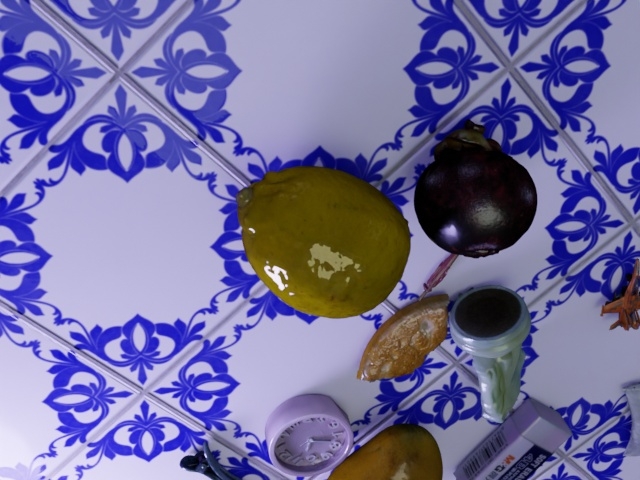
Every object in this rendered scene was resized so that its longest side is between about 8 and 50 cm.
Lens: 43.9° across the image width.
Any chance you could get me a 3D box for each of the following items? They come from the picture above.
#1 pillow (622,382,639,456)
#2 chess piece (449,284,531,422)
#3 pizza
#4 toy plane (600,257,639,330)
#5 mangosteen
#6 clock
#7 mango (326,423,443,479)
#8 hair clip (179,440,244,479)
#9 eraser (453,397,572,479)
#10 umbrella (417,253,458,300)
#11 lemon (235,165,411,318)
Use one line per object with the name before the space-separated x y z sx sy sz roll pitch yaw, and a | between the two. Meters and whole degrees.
pillow | 0.845 0.461 2.028 0.144 0.078 0.254 -11 123 5
chess piece | 0.390 0.255 1.746 0.176 0.175 0.298 -21 127 -1
pizza | 0.187 0.217 1.734 0.134 0.056 0.271 29 107 -24
toy plane | 0.701 0.121 1.804 0.135 0.062 0.188 -7 108 -9
mangosteen | 0.288 -0.099 1.495 0.228 0.228 0.265 0 79 -13
clock | -0.026 0.447 1.815 0.197 0.068 0.196 -6 122 -10
mango | 0.145 0.587 1.853 0.264 0.221 0.378 22 106 -31
hair clip | -0.204 0.553 1.858 0.083 0.048 0.275 -41 126 11
eraser | 0.475 0.530 1.973 0.130 0.086 0.287 30 110 -27
umbrella | 0.257 0.062 1.675 0.165 0.027 0.025 -53 163 17
lemon | 0.006 0.004 1.440 0.316 0.285 0.285 -9 124 -31
